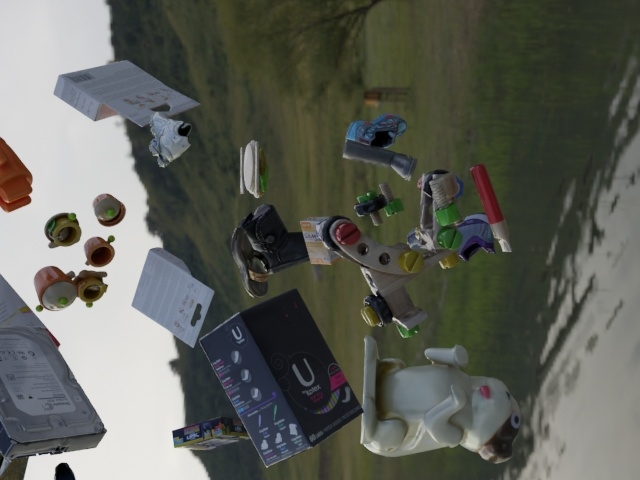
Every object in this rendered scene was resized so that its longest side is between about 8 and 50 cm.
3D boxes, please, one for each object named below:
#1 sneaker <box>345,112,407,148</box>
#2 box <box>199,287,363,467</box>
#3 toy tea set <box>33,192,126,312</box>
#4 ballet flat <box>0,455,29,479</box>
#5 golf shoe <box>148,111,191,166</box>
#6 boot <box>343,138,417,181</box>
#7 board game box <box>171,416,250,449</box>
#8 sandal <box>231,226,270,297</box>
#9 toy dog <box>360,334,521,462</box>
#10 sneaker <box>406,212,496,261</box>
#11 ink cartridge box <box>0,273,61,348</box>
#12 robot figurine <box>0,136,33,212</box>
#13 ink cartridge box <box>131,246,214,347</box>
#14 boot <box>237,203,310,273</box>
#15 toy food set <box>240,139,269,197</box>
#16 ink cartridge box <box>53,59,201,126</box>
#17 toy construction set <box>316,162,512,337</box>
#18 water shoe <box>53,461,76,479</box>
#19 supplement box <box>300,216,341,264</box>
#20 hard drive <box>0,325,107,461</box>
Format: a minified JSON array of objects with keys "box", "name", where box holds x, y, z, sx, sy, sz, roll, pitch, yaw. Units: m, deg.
[{"box":[0.209,-0.342,2.526,0.262,0.125,0.104,-21,-48,-39],"name":"sneaker"},{"box":[-0.072,0.251,1.423,0.165,0.143,0.270,-22,-101,-49],"name":"box"},{"box":[-0.580,0.042,1.878,0.124,0.200,0.336,42,121,41],"name":"toy tea set"},{"box":[-0.836,0.559,2.072,0.348,0.123,0.123,-91,0,-51],"name":"ballet flat"},{"box":[-0.295,-0.214,1.540,0.069,0.086,0.176,60,-174,-39],"name":"golf shoe"},{"box":[0.171,-0.244,2.255,0.189,0.209,0.076,-111,42,-78],"name":"boot"},{"box":[-0.267,0.485,1.921,0.170,0.141,0.048,37,-142,-63],"name":"board game box"},{"box":[-0.148,0.053,1.754,0.090,0.060,0.219,-82,-16,-45],"name":"sandal"},{"box":[0.311,0.456,1.985,0.284,0.408,0.395,-80,-10,-58],"name":"toy dog"},{"box":[0.295,0.007,1.751,0.083,0.224,0.098,29,-125,-45],"name":"sneaker"},{"box":[-0.980,0.284,2.320,0.226,0.306,0.131,-38,-5,-36],"name":"ink cartridge box"},{"box":[-0.780,-0.168,1.831,0.219,0.128,0.158,49,180,12],"name":"robot figurine"},{"box":[-0.395,0.153,2.086,0.066,0.232,0.189,-27,-38,-64],"name":"ink cartridge box"},{"box":[-0.105,-0.024,2.323,0.094,0.247,0.207,-104,-11,-55],"name":"boot"},{"box":[-0.147,-0.164,1.756,0.192,0.039,0.132,-167,77,-73],"name":"toy food set"},{"box":[-0.500,-0.369,2.010,0.066,0.261,0.296,-62,-10,28],"name":"ink cartridge box"},{"box":[0.172,0.024,1.235,0.257,0.309,0.237,-29,-80,-39],"name":"toy construction set"},{"box":[-0.663,0.680,2.008,0.203,0.073,0.080,54,151,36],"name":"water shoe"},{"box":[0.000,0.000,1.625,0.036,0.062,0.098,-29,-69,-41],"name":"supplement box"},{"box":[-0.640,0.317,1.658,0.237,0.339,0.064,10,-58,-53],"name":"hard drive"}]
